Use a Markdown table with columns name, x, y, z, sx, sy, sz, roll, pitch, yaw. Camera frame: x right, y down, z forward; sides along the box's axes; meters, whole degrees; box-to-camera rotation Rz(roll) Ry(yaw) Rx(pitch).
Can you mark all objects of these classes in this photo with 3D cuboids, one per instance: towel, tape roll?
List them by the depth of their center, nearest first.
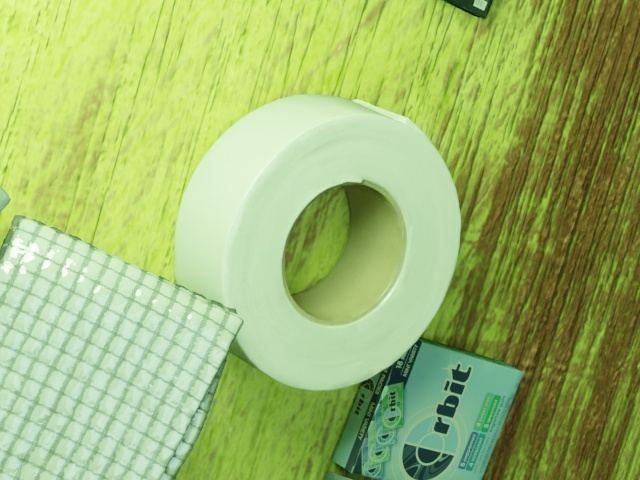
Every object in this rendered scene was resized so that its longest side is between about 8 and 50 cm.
| name | x | y | z | sx | sy | sz | roll | pitch | yaw |
| --- | --- | --- | --- | --- | --- | --- | --- | --- | --- |
| towel | -0.230 | 0.146 | 1.751 | 0.235 | 0.121 | 0.283 | 26 | 89 | -13 |
| tape roll | 0.000 | 0.000 | 1.918 | 0.286 | 0.100 | 0.286 | -12 | 112 | -31 |

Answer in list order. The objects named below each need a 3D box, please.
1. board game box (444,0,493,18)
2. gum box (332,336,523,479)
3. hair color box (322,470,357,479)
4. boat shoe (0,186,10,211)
| name | x | y | z | sx | sy | sz | roll | pitch | yaw |
| --- | --- | --- | --- | --- | --- | --- | --- | --- | --- |
| board game box | 0.118 | -0.313 | 1.940 | 0.186 | 0.026 | 0.126 | 21 | 93 | -37 |
| gum box | 0.118 | 0.190 | 2.101 | 0.184 | 0.041 | 0.157 | 17 | 95 | -38 |
| hair color box | 0.171 | 0.377 | 2.092 | 0.374 | 0.185 | 0.113 | 31 | 76 | -35 |
| boat shoe | -0.400 | -0.085 | 1.604 | 0.306 | 0.113 | 0.105 | 35 | 91 | -35 |
